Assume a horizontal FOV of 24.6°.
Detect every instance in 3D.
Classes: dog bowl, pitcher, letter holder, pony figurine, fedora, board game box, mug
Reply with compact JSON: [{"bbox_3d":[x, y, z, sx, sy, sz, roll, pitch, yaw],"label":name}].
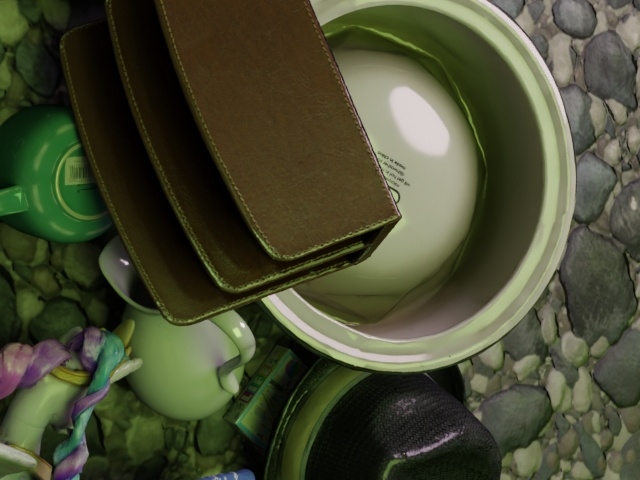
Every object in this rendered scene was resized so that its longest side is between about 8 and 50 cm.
[{"bbox_3d":[0.057,-0.069,1.536,0.407,0.150,0.408,0,91,-24],"label":"dog bowl"},{"bbox_3d":[-0.124,0.101,1.436,0.125,0.177,0.207,-39,147,-24],"label":"pitcher"},{"bbox_3d":[-0.095,-0.102,1.295,0.214,0.152,0.302,-20,80,-14],"label":"letter holder"},{"bbox_3d":[-0.342,0.197,1.280,0.351,0.302,0.363,24,96,-49],"label":"pony figurine"},{"bbox_3d":[0.094,0.250,1.641,0.334,0.152,0.334,-20,119,-41],"label":"fedora"},{"bbox_3d":[-0.028,0.204,1.650,0.103,0.026,0.154,-53,125,-17],"label":"board game box"},{"bbox_3d":[-0.248,-0.052,1.388,0.129,0.097,0.158,47,70,-34],"label":"mug"}]

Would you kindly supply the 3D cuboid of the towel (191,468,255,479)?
[{"bbox_3d":[-0.204,0.324,1.379,0.243,0.040,0.336,-51,160,17],"label":"towel"}]
